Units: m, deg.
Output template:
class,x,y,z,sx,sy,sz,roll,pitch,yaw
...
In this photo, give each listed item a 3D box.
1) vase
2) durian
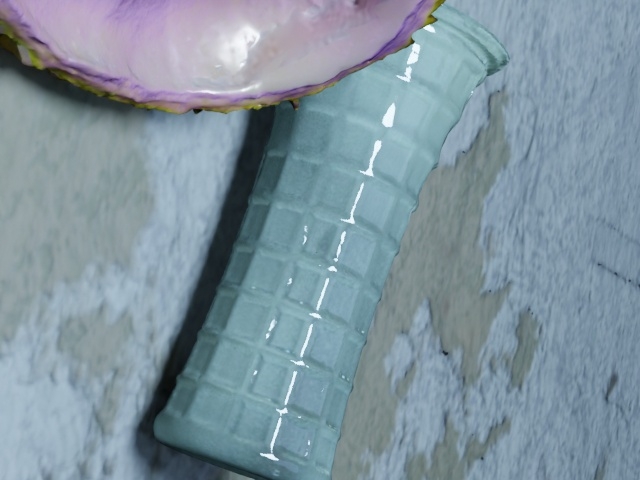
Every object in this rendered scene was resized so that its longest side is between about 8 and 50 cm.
class,x,y,z,sx,sy,sz,roll,pitch,yaw
vase,0.000,0.000,1.176,0.143,0.143,0.299,34,74,-58
durian,-0.075,-0.157,0.990,0.341,0.191,0.112,3,61,-42
